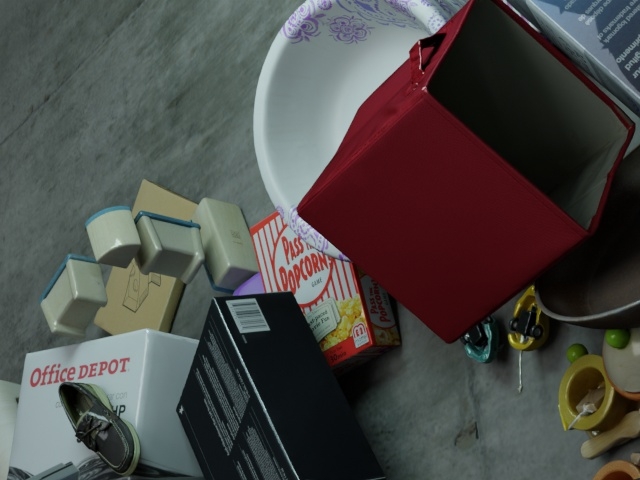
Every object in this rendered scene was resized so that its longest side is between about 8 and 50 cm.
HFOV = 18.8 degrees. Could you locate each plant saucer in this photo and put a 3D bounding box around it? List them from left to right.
[{"bbox_3d":[0.313,-0.029,1.598,0.310,0.050,0.310,-37,17,13],"label":"plant saucer"}]

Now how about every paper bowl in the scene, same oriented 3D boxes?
[{"bbox_3d":[0.081,-0.118,1.943,0.284,0.148,0.284,-1,89,40],"label":"paper bowl"}]

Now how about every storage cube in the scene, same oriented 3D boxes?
[{"bbox_3d":[0.126,-0.065,1.682,0.193,0.215,0.183,-43,11,40],"label":"storage cube"}]

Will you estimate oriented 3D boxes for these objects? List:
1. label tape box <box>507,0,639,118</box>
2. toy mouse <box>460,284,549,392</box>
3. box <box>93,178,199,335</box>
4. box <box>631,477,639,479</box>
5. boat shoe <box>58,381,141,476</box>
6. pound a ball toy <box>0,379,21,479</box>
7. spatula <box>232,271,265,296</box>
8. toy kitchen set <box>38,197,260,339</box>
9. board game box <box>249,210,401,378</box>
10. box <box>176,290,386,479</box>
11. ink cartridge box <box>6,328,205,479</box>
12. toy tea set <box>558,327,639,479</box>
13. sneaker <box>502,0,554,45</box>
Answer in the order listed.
[{"bbox_3d":[0.327,-0.220,1.621,0.249,0.115,0.347,-45,62,3],"label":"label tape box"},{"bbox_3d":[0.176,0.063,1.875,0.143,0.031,0.161,7,82,55],"label":"toy mouse"},{"bbox_3d":[-0.216,0.035,2.443,0.164,0.021,0.201,25,98,55],"label":"box"},{"bbox_3d":[0.299,0.306,1.426,0.293,0.073,0.295,-18,52,2],"label":"box"},{"bbox_3d":[-0.244,0.204,2.101,0.152,0.049,0.056,41,107,49],"label":"boat shoe"},{"bbox_3d":[-0.397,0.352,2.467,0.208,0.136,0.319,-60,36,19],"label":"pound a ball toy"},{"bbox_3d":[0.000,0.000,2.148,0.296,0.030,0.084,-48,43,31],"label":"spatula"},{"bbox_3d":[-0.204,0.035,2.267,0.166,0.207,0.122,-54,38,30],"label":"toy kitchen set"},{"bbox_3d":[0.003,0.047,2.078,0.147,0.045,0.193,-33,64,43],"label":"board game box"},{"bbox_3d":[-0.047,0.209,2.003,0.261,0.103,0.184,63,144,37],"label":"box"},{"bbox_3d":[-0.233,0.317,2.223,0.285,0.166,0.395,-13,65,50],"label":"ink cartridge box"},{"bbox_3d":[0.272,0.195,1.606,0.200,0.124,0.336,-42,45,37],"label":"toy tea set"},{"bbox_3d":[0.246,-0.248,1.860,0.236,0.104,0.095,114,151,-52],"label":"sneaker"}]
